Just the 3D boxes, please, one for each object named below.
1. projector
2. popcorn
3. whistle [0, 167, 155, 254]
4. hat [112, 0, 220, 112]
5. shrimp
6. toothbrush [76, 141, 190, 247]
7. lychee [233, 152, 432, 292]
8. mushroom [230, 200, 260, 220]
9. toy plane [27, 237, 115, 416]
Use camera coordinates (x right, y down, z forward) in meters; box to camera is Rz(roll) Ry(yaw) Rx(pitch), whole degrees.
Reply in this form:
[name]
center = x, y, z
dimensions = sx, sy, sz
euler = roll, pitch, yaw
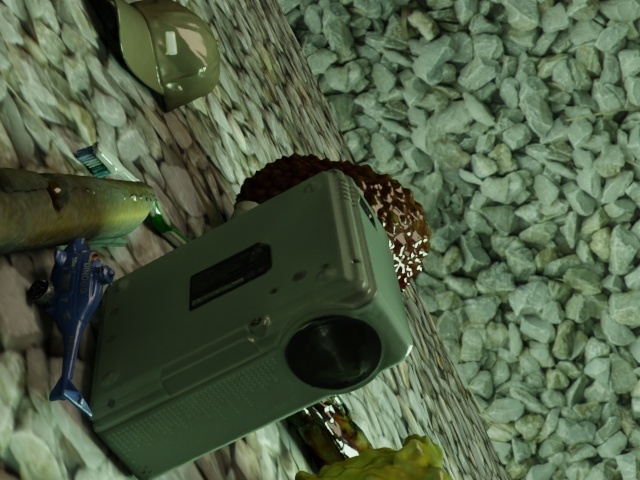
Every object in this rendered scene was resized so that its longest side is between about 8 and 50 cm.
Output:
[projector]
center = -0.065, 0.064, 0.940
dimensions = 0.099, 0.257, 0.192
euler = 56, 14, -33
[popcorn]
center = 0.072, 0.309, 1.117
dimensions = 0.249, 0.225, 0.249
euler = 54, 6, -9
[whistle]
center = -0.220, -0.025, 0.955
dimensions = 0.326, 0.057, 0.067
euler = -2, 111, -78
[hat]
center = -0.203, -0.276, 1.454
dimensions = 0.173, 0.144, 0.166
euler = 101, -34, -70
[shrimp]
center = 0.024, 0.249, 1.469
dimensions = 0.365, 0.071, 0.233
euler = 57, 4, -30
[toothbrush]
center = -0.172, -0.023, 1.240
dimensions = 0.304, 0.030, 0.030
euler = 49, 19, -54
[lychee]
center = 0.000, 0.000, 1.473
dimensions = 0.271, 0.271, 0.271
euler = 60, 12, -21
[mushroom]
center = -0.095, 0.056, 1.217
dimensions = 0.159, 0.122, 0.329
euler = 55, 14, -2
[toy plane]
center = -0.191, 0.061, 0.887
dimensions = 0.054, 0.062, 0.167
euler = 53, 25, -45
